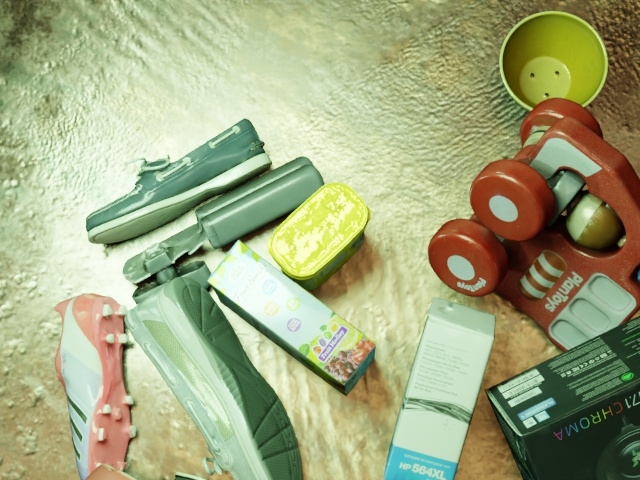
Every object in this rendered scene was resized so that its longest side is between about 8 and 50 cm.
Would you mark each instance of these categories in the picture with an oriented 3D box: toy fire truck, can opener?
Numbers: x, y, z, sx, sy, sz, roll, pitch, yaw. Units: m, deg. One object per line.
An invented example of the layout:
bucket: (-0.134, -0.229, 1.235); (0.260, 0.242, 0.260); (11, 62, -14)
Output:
toy fire truck: (0.295, -0.005, 1.855); (0.254, 0.302, 0.169); (38, 52, 5)
can opener: (-0.119, -0.003, 1.981); (0.283, 0.076, 0.095); (-27, 113, -3)

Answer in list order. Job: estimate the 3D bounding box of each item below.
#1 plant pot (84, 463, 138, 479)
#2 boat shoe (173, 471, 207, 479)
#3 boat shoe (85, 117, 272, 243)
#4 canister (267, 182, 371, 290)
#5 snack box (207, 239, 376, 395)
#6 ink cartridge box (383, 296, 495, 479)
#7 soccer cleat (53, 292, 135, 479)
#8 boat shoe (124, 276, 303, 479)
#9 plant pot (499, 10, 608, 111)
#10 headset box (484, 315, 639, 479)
plant pot: (-0.246, 0.414, 1.823); (0.275, 0.275, 0.243); (31, 75, 6)
boat shoe: (-0.125, 0.327, 1.926); (0.133, 0.049, 0.042); (26, 75, 1)
boat shoe: (-0.188, -0.076, 1.969); (0.254, 0.095, 0.079); (-26, 83, -4)
canister: (0.000, 0.000, 1.914); (0.126, 0.170, 0.073); (-43, 82, -5)
snack box: (-0.032, 0.098, 1.897); (0.207, 0.174, 0.070); (38, 83, 8)
ink cartridge box: (0.144, 0.185, 1.866); (0.086, 0.148, 0.203); (17, 100, 4)
soccer cleat: (-0.290, 0.190, 1.948); (0.095, 0.083, 0.248); (-3, 84, 29)
boat shoe: (-0.127, 0.202, 1.918); (0.103, 0.118, 0.320); (-32, 88, 23)
plant pot: (0.291, -0.213, 1.977); (0.134, 0.095, 0.134); (0, 80, 1)
headset box: (0.365, 0.261, 1.832); (0.246, 0.131, 0.283); (-24, 114, -3)
